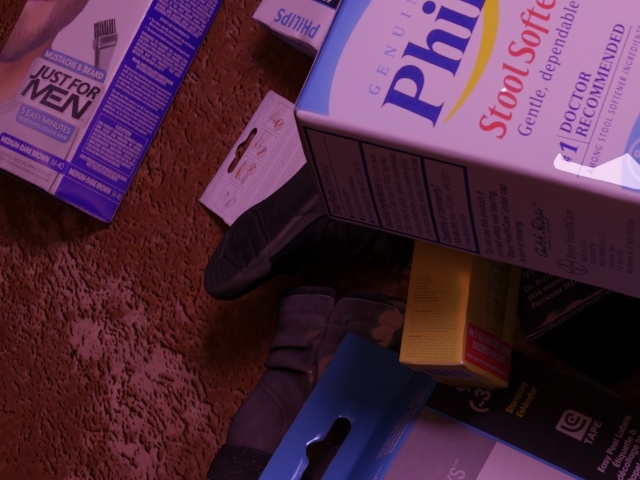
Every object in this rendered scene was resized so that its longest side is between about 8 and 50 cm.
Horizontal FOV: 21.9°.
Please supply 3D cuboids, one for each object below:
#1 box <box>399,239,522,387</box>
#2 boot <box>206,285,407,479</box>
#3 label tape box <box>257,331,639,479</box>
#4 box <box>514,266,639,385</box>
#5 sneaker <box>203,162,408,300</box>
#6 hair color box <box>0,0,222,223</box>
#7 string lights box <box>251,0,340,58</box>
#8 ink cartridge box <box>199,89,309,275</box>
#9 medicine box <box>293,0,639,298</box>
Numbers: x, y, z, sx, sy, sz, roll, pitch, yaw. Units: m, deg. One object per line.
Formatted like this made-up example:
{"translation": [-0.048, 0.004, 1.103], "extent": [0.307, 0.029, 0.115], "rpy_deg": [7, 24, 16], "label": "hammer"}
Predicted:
{"translation": [0.119, -0.006, 1.295], "extent": [0.058, 0.087, 0.232], "rpy_deg": [-1, 72, 33], "label": "box"}
{"translation": [0.063, 0.158, 1.480], "extent": [0.338, 0.118, 0.222], "rpy_deg": [15, 75, 31], "label": "boot"}
{"translation": [0.112, 0.208, 1.316], "extent": [0.334, 0.106, 0.240], "rpy_deg": [24, 62, 16], "label": "label tape box"}
{"translation": [0.291, -0.106, 1.384], "extent": [0.343, 0.179, 0.312], "rpy_deg": [-32, 59, 19], "label": "box"}
{"translation": [0.000, 0.000, 1.556], "extent": [0.227, 0.130, 0.087], "rpy_deg": [-40, 35, 14], "label": "sneaker"}
{"translation": [-0.244, -0.210, 1.817], "extent": [0.185, 0.110, 0.338], "rpy_deg": [24, 84, 38], "label": "hair color box"}
{"translation": [0.052, -0.302, 1.658], "extent": [0.259, 0.077, 0.133], "rpy_deg": [-58, 37, 2], "label": "string lights box"}
{"translation": [-0.036, -0.061, 1.678], "extent": [0.145, 0.045, 0.179], "rpy_deg": [-57, 35, 3], "label": "ink cartridge box"}
{"translation": [0.166, -0.126, 1.188], "extent": [0.289, 0.149, 0.263], "rpy_deg": [15, 66, 17], "label": "medicine box"}
